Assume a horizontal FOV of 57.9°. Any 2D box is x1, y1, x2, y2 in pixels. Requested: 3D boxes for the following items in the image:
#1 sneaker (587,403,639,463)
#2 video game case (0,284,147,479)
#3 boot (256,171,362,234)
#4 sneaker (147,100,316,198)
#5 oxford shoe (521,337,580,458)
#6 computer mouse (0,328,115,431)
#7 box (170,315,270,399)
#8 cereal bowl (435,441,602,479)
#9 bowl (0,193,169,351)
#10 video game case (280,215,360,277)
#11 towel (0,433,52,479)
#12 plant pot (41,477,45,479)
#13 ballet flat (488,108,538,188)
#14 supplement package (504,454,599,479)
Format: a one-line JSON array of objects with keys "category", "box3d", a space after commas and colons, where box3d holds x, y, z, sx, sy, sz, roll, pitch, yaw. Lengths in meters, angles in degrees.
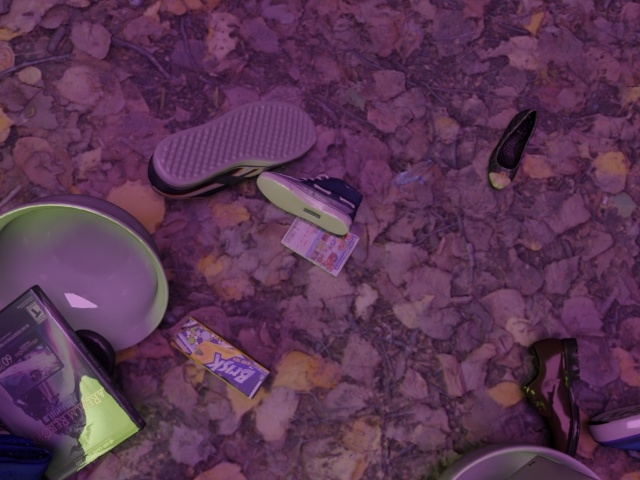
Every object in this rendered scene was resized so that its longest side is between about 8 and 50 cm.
[{"category": "sneaker", "box3d": [0.633, 0.394, 0.980, 0.322, 0.130, 0.237, -6, 76, -11]}, {"category": "video game case", "box3d": [-0.429, 0.231, 0.905, 0.196, 0.026, 0.274, -34, 95, 13]}, {"category": "boot", "box3d": [-0.018, -0.089, 1.055, 0.189, 0.069, 0.086, 30, 58, -7]}, {"category": "sneaker", "box3d": [-0.162, -0.162, 1.041, 0.321, 0.127, 0.126, -21, 87, -32]}, {"category": "oxford shoe", "box3d": [0.404, 0.286, 1.020, 0.096, 0.083, 0.227, -1, 78, 14]}, {"category": "computer mouse", "box3d": [-0.447, 0.223, 0.950, 0.184, 0.060, 0.262, 34, 104, 0]}, {"category": "box", "box3d": [-0.170, 0.202, 0.997, 0.168, 0.054, 0.059, 34, 79, 3]}, {"category": "cereal bowl", "box3d": [0.309, 0.494, 0.933, 0.338, 0.141, 0.339, 1, 79, -3]}, {"category": "bowl", "box3d": [-0.386, 0.036, 0.943, 0.297, 0.134, 0.298, -2, 124, -2]}, {"category": "video game case", "box3d": [0.000, 0.000, 1.069, 0.122, 0.011, 0.087, 32, 78, 2]}, {"category": "towel", "box3d": [-0.560, 0.410, 0.826, 0.076, 0.227, 0.308, 40, 102, 43]}, {"category": "plant pot", "box3d": [-0.456, 0.420, 0.929, 0.079, 0.083, 0.083, 39, 79, 15]}, {"category": "ballet flat", "box3d": [0.367, -0.179, 1.109, 0.057, 0.049, 0.173, 24, 79, 2]}, {"category": "supplement package", "box3d": [0.348, 0.477, 0.778, 0.175, 0.177, 0.293, -32, 83, -9]}]
